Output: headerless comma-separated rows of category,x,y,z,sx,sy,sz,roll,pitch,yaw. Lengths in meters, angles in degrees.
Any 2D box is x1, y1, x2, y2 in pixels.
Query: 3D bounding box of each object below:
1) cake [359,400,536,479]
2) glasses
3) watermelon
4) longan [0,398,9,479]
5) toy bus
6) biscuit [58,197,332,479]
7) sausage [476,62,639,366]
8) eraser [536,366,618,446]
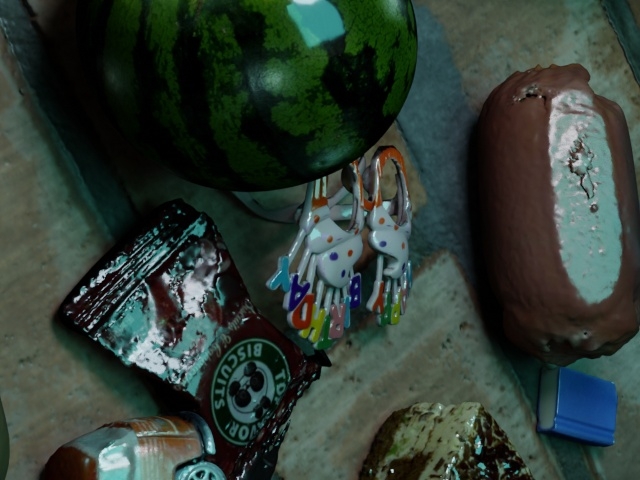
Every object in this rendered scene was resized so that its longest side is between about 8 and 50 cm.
cake,0.062,0.231,1.598,0.246,0.112,0.135,-29,98,-37
glasses,0.006,0.006,1.609,0.255,0.095,0.162,-8,91,-60
watermelon,-0.056,-0.161,1.464,0.269,0.269,0.269,9,77,-40
longan,-0.346,0.130,1.148,0.319,0.319,0.319,9,77,-40
toy bus,-0.140,0.259,1.414,0.120,0.121,0.265,4,80,-31
biscuit,-0.087,0.088,1.524,0.151,0.063,0.235,-51,119,-25
sausage,0.219,-0.024,1.755,0.152,0.152,0.280,-3,86,-41
eraser,0.245,0.159,1.823,0.084,0.027,0.063,18,69,-38
